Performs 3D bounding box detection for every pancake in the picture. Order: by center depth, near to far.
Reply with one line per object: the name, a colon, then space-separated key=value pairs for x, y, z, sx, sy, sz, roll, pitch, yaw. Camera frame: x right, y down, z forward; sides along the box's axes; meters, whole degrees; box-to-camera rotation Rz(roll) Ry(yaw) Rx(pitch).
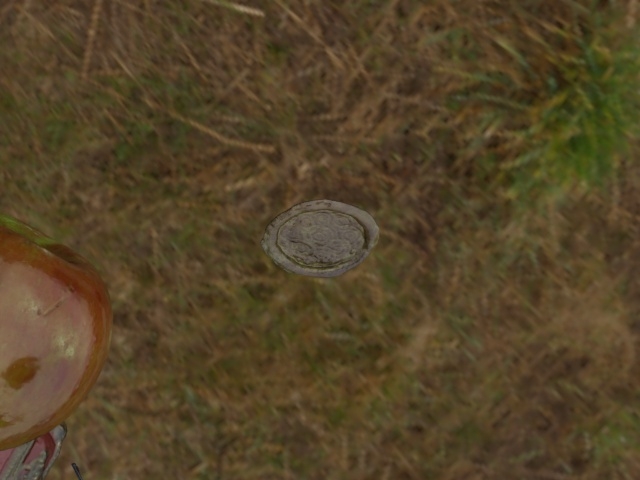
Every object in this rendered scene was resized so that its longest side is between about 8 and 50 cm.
pancake: x=0.000 y=-0.001 z=1.344 sx=0.115 sy=0.011 sz=0.115 roll=-3 pitch=141 yaw=-3

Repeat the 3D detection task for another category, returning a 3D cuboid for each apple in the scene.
apple: x=-0.261 y=0.070 z=1.131 sx=0.196 sy=0.196 sz=0.196 roll=-14 pitch=125 yaw=-22

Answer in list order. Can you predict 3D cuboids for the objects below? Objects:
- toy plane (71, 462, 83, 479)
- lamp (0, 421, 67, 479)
toy plane: x=-0.243 y=0.289 z=1.498 sx=0.049 sy=0.120 sz=0.031 roll=-26 pitch=170 yaw=-6
lamp: x=-0.390 y=0.253 z=1.576 sx=0.177 sy=0.177 sz=0.274 roll=38 pitch=79 yaw=-40
